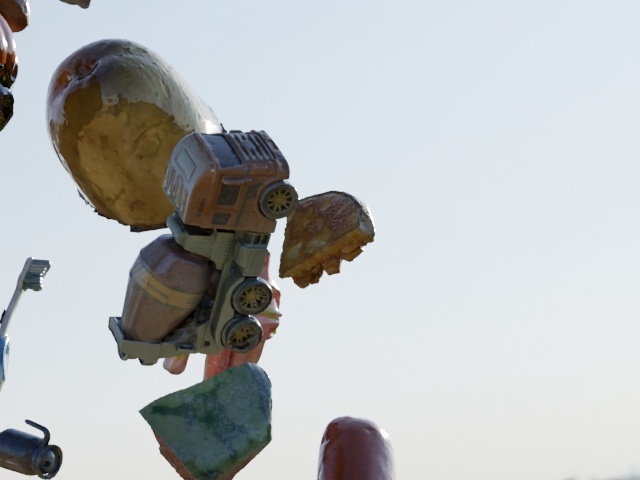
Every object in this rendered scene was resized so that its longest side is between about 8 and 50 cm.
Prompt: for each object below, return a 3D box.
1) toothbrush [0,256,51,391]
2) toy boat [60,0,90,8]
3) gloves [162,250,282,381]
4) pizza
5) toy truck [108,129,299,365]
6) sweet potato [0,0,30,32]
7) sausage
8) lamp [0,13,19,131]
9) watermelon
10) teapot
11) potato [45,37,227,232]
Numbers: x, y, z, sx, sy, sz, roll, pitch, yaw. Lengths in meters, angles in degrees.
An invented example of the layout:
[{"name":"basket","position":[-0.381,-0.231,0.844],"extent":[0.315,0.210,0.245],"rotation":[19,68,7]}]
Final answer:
[{"name":"toothbrush","position":[-0.435,0.166,2.386],"extent":[0.040,0.386,0.040],"rotation":[8,-43,7]},{"name":"toy boat","position":[-0.251,-0.335,1.811],"extent":[0.078,0.127,0.283],"rotation":[9,29,-11]},{"name":"gloves","position":[-0.133,0.132,2.540],"extent":[0.126,0.241,0.145],"rotation":[4,0,39]},{"name":"pizza","position":[0.001,0.000,2.134],"extent":[0.046,0.134,0.175],"rotation":[41,-3,-28]},{"name":"toy truck","position":[-0.123,0.013,1.797],"extent":[0.140,0.257,0.108],"rotation":[3,30,-26]},{"name":"sweet potato","position":[-0.506,-0.403,2.281],"extent":[0.106,0.354,0.095],"rotation":[-32,-7,-42]},{"name":"sausage","position":[0.047,0.339,2.355],"extent":[0.113,0.259,0.113],"rotation":[1,-47,1]},{"name":"lamp","position":[-0.474,-0.204,2.204],"extent":[0.196,0.223,0.223],"rotation":[33,-2,13]},{"name":"watermelon","position":[-0.120,0.197,1.648],"extent":[0.121,0.098,0.158],"rotation":[-5,-29,-49]},{"name":"teapot","position":[-0.345,0.245,2.097],"extent":[0.083,0.063,0.049],"rotation":[11,-10,30]},{"name":"potato","position":[-0.259,-0.158,2.346],"extent":[0.242,0.285,0.242],"rotation":[-13,-50,-16]}]
